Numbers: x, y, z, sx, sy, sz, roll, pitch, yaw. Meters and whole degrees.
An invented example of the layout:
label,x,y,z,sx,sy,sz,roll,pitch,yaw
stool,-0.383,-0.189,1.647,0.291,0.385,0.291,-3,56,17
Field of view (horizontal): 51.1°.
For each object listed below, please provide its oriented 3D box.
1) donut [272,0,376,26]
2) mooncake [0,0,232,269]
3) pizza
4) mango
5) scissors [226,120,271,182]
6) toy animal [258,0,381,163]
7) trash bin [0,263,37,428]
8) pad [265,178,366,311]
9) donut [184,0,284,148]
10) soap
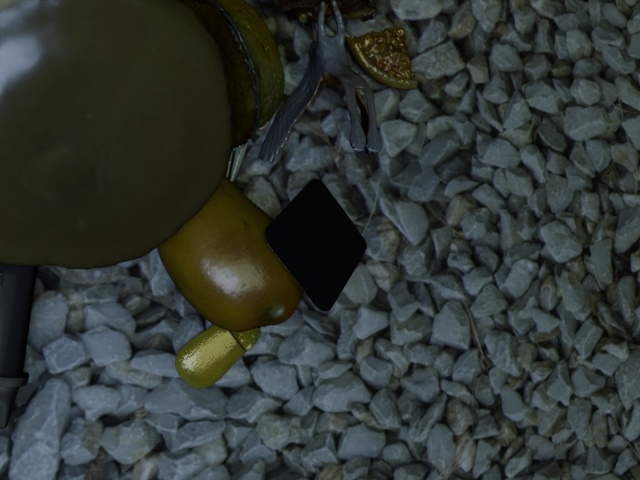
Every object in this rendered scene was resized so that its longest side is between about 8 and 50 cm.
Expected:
label,x,y,z,sx,sy,sz,roll,pitch,yaw
donut,0.000,-0.484,1.253,0.186,0.144,0.126,-11,70,6
mooncake,-0.364,-0.195,0.966,0.467,0.262,0.467,-17,127,-24
pizza,0.137,-0.376,1.339,0.178,0.041,0.131,44,74,-12
mango,-0.163,0.018,1.158,0.211,0.173,0.317,-37,92,-18
scissors,-0.148,-0.184,1.245,0.085,0.022,0.176,18,79,-14
toy animal,0.017,-0.284,1.168,0.225,0.284,0.302,-4,90,-17
trash bin,-0.545,0.133,1.020,0.209,0.182,0.290,10,79,-18
pad,0.000,0.000,1.206,0.181,0.004,0.267,53,32,-10
donut,-0.165,-0.301,1.139,0.107,0.272,0.272,-36,100,-37
soap,-0.185,0.192,1.212,0.168,0.033,0.089,-44,104,-16
